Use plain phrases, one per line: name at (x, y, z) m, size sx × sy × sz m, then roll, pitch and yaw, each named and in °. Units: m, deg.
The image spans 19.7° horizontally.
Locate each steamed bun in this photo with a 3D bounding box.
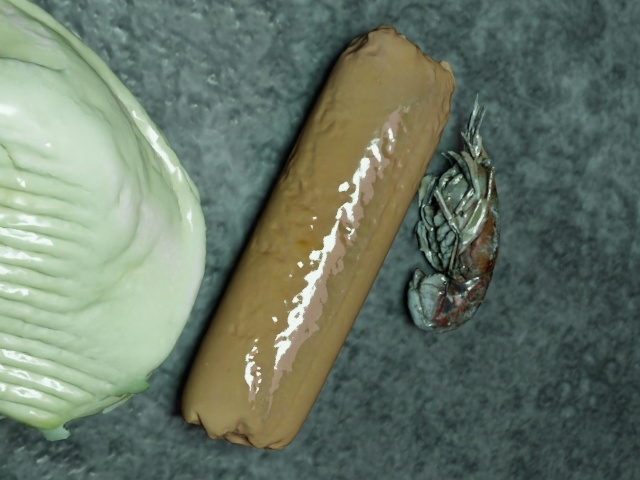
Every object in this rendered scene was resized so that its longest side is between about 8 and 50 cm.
steamed bun at (-0.206, -0.039, 0.972) m, size 0.268 × 0.207 × 0.280 m, roll -16°, pitch 135°, yaw 11°

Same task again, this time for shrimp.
shrimp at (0.092, -0.018, 1.255) m, size 0.065 × 0.056 × 0.165 m, roll -3°, pitch 98°, yaw -25°

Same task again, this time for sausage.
sausage at (0.001, 0.000, 1.183) m, size 0.086 × 0.086 × 0.289 m, roll 29°, pitch 83°, yaw -33°
